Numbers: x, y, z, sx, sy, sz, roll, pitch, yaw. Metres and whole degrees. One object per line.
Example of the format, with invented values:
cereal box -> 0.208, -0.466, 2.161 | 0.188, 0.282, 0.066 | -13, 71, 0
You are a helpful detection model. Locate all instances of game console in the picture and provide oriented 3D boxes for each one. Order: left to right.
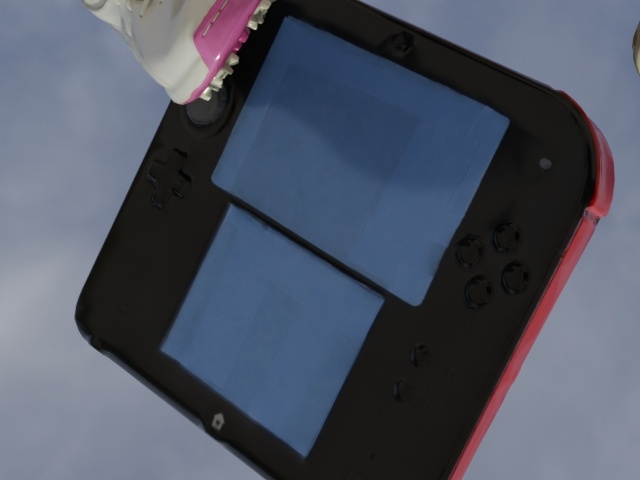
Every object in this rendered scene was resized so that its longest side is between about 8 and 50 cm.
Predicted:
game console -> 0.000, 0.000, 1.110 | 0.386, 0.060, 0.342 | 32, -86, 38

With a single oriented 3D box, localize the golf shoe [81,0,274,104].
golf shoe -> -0.120, -0.176, 1.062 | 0.140, 0.306, 0.115 | 32, -89, -17

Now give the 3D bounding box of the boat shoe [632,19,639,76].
boat shoe -> 0.229, -0.025, 0.693 | 0.080, 0.073, 0.223 | -41, -72, 11
